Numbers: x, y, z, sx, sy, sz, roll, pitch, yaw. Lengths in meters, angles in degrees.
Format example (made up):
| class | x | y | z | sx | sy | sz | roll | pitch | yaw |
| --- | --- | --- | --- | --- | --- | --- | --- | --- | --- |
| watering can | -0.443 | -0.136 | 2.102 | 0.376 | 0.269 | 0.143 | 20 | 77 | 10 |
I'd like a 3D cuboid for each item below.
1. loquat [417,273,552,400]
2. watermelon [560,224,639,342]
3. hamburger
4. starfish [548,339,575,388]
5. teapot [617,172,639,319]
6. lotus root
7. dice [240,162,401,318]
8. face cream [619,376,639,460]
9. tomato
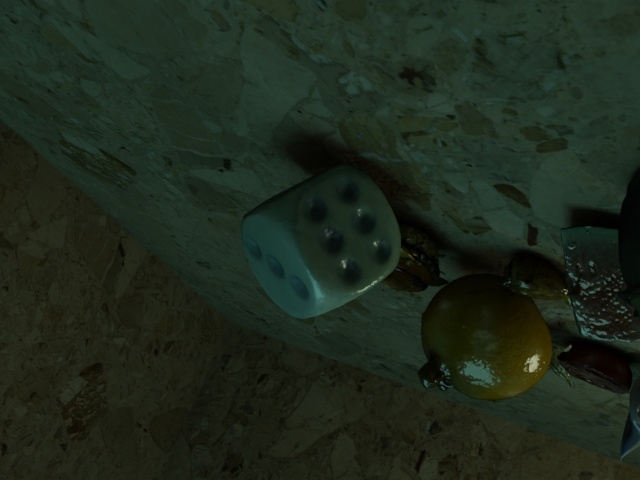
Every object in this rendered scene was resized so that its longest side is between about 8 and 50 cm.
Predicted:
| class | x | y | z | sx | sy | sz | roll | pitch | yaw |
| --- | --- | --- | --- | --- | --- | --- | --- | --- | --- |
| loquat | 0.387 | 0.252 | 1.843 | 0.328 | 0.359 | 0.328 | 52 | 162 | 25 |
| watermelon | 0.564 | 0.089 | 1.458 | 0.212 | 0.201 | 0.262 | 2 | 150 | 29 |
| hamburger | 0.199 | 0.035 | 1.858 | 0.261 | 0.139 | 0.243 | 6 | 157 | 45 |
| starfish | 0.649 | 0.316 | 2.113 | 0.236 | 0.062 | 0.277 | 58 | 168 | -5 |
| teapot | 0.627 | 0.043 | 1.180 | 0.321 | 0.239 | 0.239 | 20 | 163 | 8 |
| lotus root | 0.518 | 0.095 | 1.725 | 0.190 | 0.095 | 0.108 | 16 | -175 | -3 |
| dice | 0.000 | 0.000 | 1.657 | 0.262 | 0.264 | 0.268 | -15 | 104 | 61 |
| face cream | 0.923 | 0.483 | 2.106 | 0.137 | 0.235 | 0.420 | 18 | 160 | 19 |
| tomato | 0.794 | 0.362 | 2.144 | 0.225 | 0.085 | 0.225 | 23 | 167 | 6 |
